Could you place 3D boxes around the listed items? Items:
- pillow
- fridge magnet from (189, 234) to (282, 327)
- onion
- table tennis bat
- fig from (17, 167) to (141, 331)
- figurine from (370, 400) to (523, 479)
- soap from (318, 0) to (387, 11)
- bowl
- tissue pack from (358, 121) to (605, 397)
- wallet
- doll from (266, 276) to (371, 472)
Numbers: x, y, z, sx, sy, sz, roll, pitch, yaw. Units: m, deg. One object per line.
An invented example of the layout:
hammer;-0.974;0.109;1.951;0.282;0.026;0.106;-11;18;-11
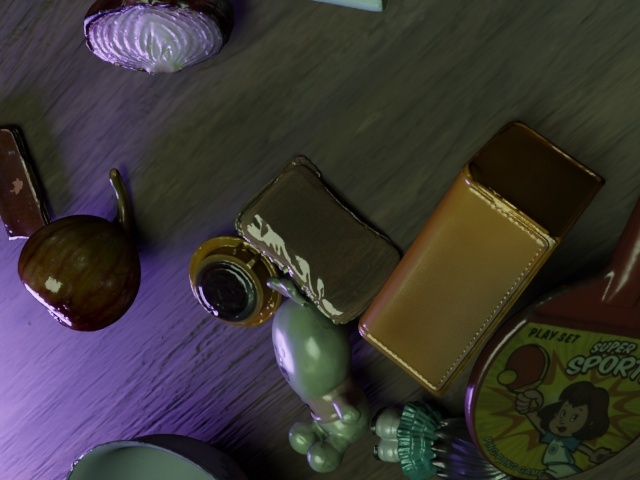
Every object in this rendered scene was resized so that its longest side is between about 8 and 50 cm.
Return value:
pillow;-0.002;0.003;1.747;0.211;0.034;0.135;45;83;0
fridge magnet;-0.120;0.060;1.855;0.143;0.063;0.143;9;117;19
onion;-0.203;-0.296;1.691;0.206;0.098;0.151;2;141;19
table tennis bat;0.325;0.126;1.603;0.268;0.051;0.414;10;119;-20
fig;-0.319;0.025;1.902;0.175;0.207;0.175;39;164;13
figurine;0.184;0.269;1.785;0.246;0.110;0.137;4;105;33
soap;-0.031;-0.374;1.576;0.265;0.087;0.159;14;120;20
bowl;-0.201;0.408;2.014;0.346;0.157;0.345;12;120;22
tissue pack;0.188;0.021;1.601;0.145;0.194;0.274;35;124;7
wallet;-0.455;-0.084;1.974;0.095;0.026;0.176;-4;112;35
doll;0.000;0.171;1.818;0.155;0.113;0.275;-158;56;-68
